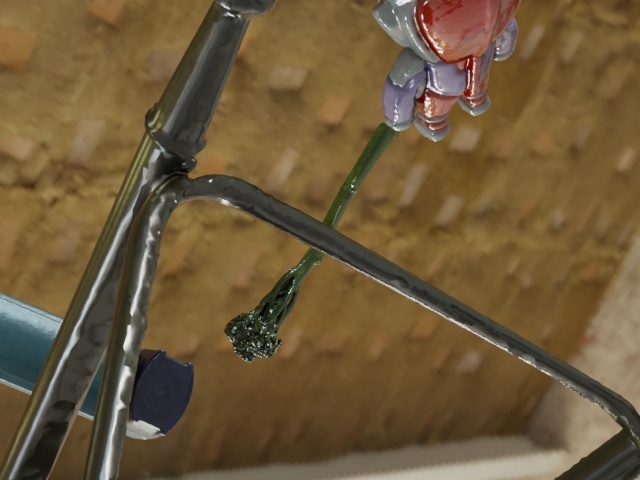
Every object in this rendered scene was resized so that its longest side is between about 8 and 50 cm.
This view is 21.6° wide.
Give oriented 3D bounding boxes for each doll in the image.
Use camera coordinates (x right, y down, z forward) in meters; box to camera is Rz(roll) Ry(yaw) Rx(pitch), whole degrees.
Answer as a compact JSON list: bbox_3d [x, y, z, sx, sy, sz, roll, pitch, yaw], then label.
[{"bbox_3d":[0.073,-0.134,0.911,0.102,0.075,0.227,-36,-29,-15],"label":"doll"}]

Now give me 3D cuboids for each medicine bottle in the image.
[{"bbox_3d":[-0.248,0.112,1.573,0.124,0.258,0.079,124,168,-75],"label":"medicine bottle"}]

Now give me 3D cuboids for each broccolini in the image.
[{"bbox_3d":[0.000,0.000,1.264,0.218,0.044,0.042,-55,-25,-12],"label":"broccolini"}]

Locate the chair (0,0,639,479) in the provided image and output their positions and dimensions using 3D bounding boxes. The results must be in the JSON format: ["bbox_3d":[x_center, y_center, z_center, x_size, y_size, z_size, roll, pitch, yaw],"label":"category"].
[{"bbox_3d":[-0.015,0.195,0.753,0.365,0.362,0.410,27,-50,-22],"label":"chair"}]
